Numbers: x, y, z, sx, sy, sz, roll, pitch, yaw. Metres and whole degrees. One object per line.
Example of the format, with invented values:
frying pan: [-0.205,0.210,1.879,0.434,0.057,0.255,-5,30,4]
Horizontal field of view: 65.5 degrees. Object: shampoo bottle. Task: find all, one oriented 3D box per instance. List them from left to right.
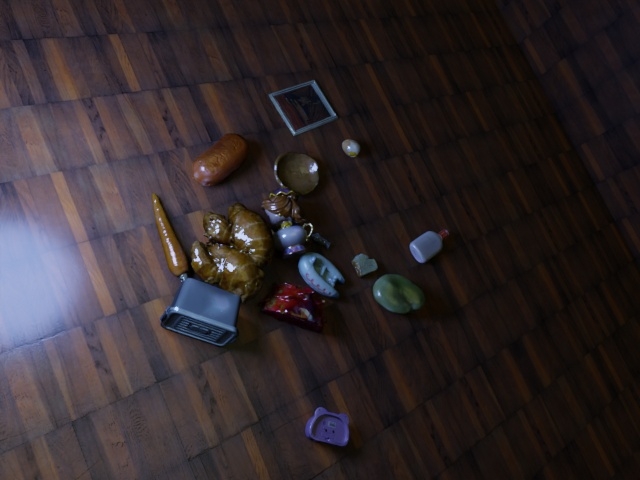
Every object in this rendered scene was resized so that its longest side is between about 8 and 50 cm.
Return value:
shampoo bottle: [0.492,0.013,2.214,0.220,0.051,0.108,-30,84,-33]

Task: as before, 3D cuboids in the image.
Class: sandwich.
sandwich: [0.182,0.097,2.022,0.104,0.035,0.093,-12,76,-32]

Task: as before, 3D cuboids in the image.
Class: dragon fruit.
dragon fruit: [-0.072,0.217,1.783,0.274,0.126,0.161,24,62,-19]

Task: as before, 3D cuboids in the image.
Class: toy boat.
toy boat: [0.009,0.123,1.884,0.207,0.079,0.134,41,48,-11]

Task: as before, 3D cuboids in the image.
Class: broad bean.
broad bean: [0.322,0.216,2.018,0.227,0.100,0.169,4,62,-25]

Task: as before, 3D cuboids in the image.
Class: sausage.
sausage: [-0.362,-0.296,1.829,0.133,0.133,0.258,46,55,-5]

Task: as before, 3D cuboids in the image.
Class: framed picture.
framed picture: [-0.068,-0.583,2.165,0.273,0.016,0.217,-31,87,-34]

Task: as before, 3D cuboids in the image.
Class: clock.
clock: [0.025,0.643,1.715,0.152,0.050,0.110,22,62,-20]

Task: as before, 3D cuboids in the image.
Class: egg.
egg: [0.133,-0.406,2.173,0.083,0.071,0.071,30,60,-12]

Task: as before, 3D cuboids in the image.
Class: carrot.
carrot: [-0.514,-0.009,1.673,0.069,0.069,0.336,-18,77,-33]

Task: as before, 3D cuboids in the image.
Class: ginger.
ginger: [-0.297,0.026,1.728,0.274,0.152,0.358,21,62,-7]

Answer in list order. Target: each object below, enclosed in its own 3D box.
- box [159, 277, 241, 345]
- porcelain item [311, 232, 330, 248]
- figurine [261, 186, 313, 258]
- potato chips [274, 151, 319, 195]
box: [-0.375,0.230,1.603,0.243,0.163,0.135,22,53,-18]
porcelain item: [0.000,0.000,1.968,0.083,0.028,0.036,35,42,-11]
figurine: [-0.130,-0.071,1.853,0.189,0.142,0.264,-16,80,2]
potato chips: [-0.100,-0.268,1.997,0.195,0.062,0.208,46,55,-12]
